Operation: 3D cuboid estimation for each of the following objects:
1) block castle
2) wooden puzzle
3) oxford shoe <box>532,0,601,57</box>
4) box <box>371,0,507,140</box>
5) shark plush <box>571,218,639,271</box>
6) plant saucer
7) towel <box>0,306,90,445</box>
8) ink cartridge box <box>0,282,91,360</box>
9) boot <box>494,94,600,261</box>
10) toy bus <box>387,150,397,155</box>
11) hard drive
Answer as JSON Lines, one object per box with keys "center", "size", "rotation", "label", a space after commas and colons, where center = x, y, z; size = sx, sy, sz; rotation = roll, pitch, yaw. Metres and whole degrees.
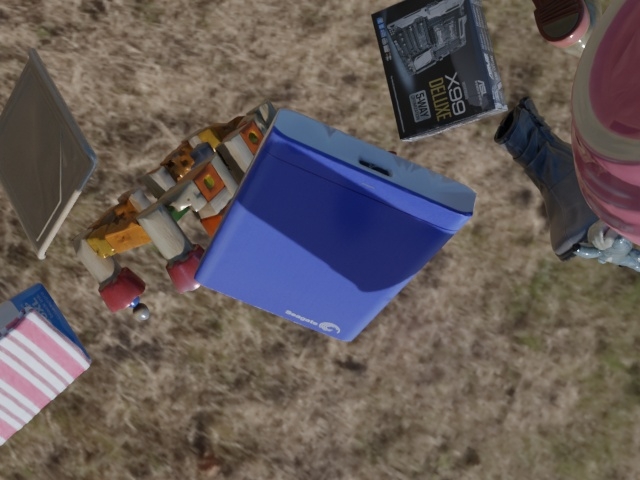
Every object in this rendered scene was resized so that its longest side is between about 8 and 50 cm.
{"center": [-0.224, -0.056, 1.846], "size": [0.212, 0.303, 0.453], "rotation": [56, 45, -18], "label": "block castle"}
{"center": [-0.409, -0.125, 1.402], "size": [0.044, 0.221, 0.238], "rotation": [-9, 147, -44], "label": "wooden puzzle"}
{"center": [0.473, -0.490, 1.862], "size": [0.130, 0.123, 0.348], "rotation": [28, 50, -39], "label": "oxford shoe"}
{"center": [0.265, -0.401, 2.144], "size": [0.076, 0.242, 0.307], "rotation": [-5, 82, -57], "label": "box"}
{"center": [0.366, 0.019, 1.161], "size": [0.073, 0.067, 0.161], "rotation": [-54, 136, -12], "label": "shark plush"}
{"center": [0.324, -0.151, 0.762], "size": [0.084, 0.332, 0.332], "rotation": [31, 83, -26], "label": "plant saucer"}
{"center": [-0.368, 0.168, 1.078], "size": [0.197, 0.029, 0.144], "rotation": [-42, 147, -11], "label": "towel"}
{"center": [-0.571, 0.244, 1.404], "size": [0.166, 0.285, 0.395], "rotation": [60, 21, -7], "label": "ink cartridge box"}
{"center": [0.396, -0.116, 1.707], "size": [0.223, 0.338, 0.118], "rotation": [42, 117, -12], "label": "boot"}
{"center": [0.077, -0.004, 1.296], "size": [0.104, 0.202, 0.191], "rotation": [30, 123, -9], "label": "toy bus"}
{"center": [0.000, 0.000, 1.033], "size": [0.210, 0.318, 0.040], "rotation": [22, 56, -9], "label": "hard drive"}
